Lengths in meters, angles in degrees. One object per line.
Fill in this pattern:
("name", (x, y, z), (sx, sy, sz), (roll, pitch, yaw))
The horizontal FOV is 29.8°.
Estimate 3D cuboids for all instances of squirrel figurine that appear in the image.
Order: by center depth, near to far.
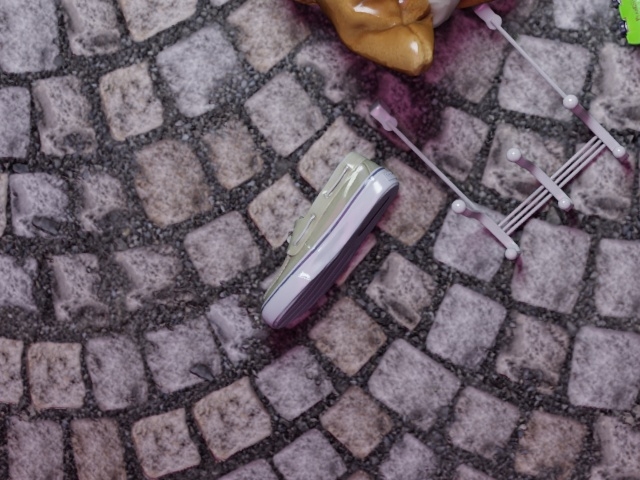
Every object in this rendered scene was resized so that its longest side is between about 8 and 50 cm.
("squirrel figurine", (0.070, -0.485, 1.629), (0.397, 0.281, 0.370), (27, 139, 33))

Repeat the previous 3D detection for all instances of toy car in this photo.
("toy car", (0.430, -0.377, 1.680), (0.239, 0.053, 0.225), (-17, 78, 29))

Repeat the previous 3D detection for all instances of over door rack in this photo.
("over door rack", (0.254, -0.160, 1.763), (0.239, 0.108, 0.324), (-44, 88, 14))

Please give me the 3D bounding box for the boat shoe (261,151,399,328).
("boat shoe", (0.000, 0.000, 1.856), (0.094, 0.109, 0.302), (41, 96, 19))
